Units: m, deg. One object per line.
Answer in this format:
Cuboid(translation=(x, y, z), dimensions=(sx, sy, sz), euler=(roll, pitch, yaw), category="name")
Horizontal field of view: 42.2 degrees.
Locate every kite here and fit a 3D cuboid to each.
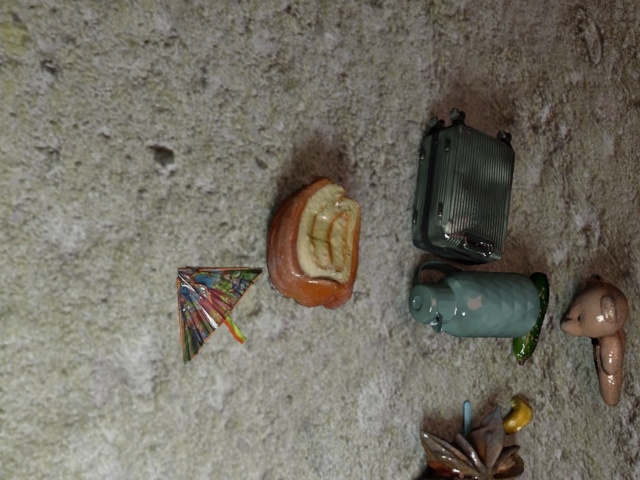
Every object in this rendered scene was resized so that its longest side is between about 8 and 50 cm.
Cuboid(translation=(-0.186, 0.111, 1.490), dimensions=(0.183, 0.014, 0.241), euler=(53, 56, -15), category="kite")

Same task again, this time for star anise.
Cuboid(translation=(0.304, 0.479, 1.692), dimensions=(0.315, 0.108, 0.316), euler=(5, 79, -27), category="star anise")

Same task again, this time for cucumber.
Cuboid(translation=(0.480, 0.178, 1.898), dimensions=(0.069, 0.069, 0.228), euler=(27, 71, -27), category="cucumber")

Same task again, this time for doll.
Cuboid(translation=(0.651, 0.245, 1.976), dimensions=(0.201, 0.156, 0.304), euler=(-57, 142, -71), category="doll")

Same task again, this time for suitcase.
Cuboid(translation=(0.311, -0.108, 1.797), dimensions=(0.202, 0.128, 0.312), euler=(18, 71, -30), category="suitcase")

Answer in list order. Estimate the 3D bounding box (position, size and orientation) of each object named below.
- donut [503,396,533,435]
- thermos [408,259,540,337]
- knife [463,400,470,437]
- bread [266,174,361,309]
Cuboid(translation=(0.432, 0.388, 1.844), dimensions=(0.083, 0.067, 0.038), euler=(-38, 112, -1), category="donut")
Cuboid(translation=(0.311, 0.121, 1.754), dimensions=(0.286, 0.145, 0.182), euler=(6, 46, -32), category="thermos")
Cuboid(translation=(0.312, 0.392, 1.774), dimensions=(0.027, 0.010, 0.096), euler=(12, 72, -27), category="knife")
Cuboid(translation=(-0.011, -0.003, 1.566), dimensions=(0.190, 0.123, 0.245), euler=(12, 73, -30), category="bread")
